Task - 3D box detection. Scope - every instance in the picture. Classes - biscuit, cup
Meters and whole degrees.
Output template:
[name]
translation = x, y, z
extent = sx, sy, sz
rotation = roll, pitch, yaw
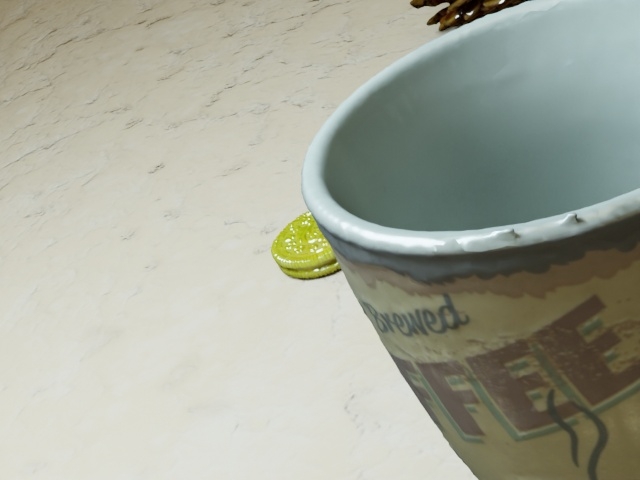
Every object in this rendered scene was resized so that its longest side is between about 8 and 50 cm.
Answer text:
[biscuit]
translation = 0.000, 0.000, 0.970
extent = 0.084, 0.023, 0.084
rotation = -19, 30, 11
[cup]
translation = 0.117, 0.024, 0.607
extent = 0.227, 0.257, 0.301
rotation = -30, 30, -16

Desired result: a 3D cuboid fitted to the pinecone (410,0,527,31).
[pinecone]
translation = 0.163, -0.315, 1.207
extent = 0.207, 0.208, 0.208
rotation = -18, 29, 10
